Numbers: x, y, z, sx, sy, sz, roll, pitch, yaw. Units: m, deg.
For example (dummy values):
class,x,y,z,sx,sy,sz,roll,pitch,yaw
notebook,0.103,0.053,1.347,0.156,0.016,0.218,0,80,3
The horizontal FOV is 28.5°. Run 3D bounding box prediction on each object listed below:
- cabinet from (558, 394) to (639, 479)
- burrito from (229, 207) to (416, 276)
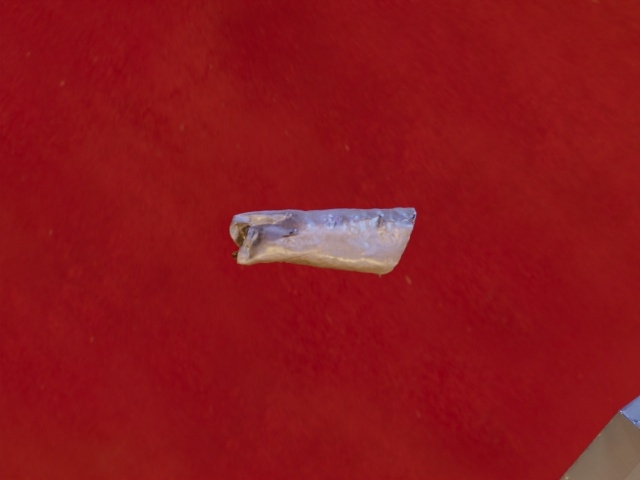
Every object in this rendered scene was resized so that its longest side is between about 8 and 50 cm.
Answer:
class,x,y,z,sx,sy,sz,roll,pitch,yaw
cabinet,0.285,0.236,0.977,0.206,0.145,0.150,42,106,17
burrito,0.000,0.000,1.502,0.226,0.060,0.087,1,105,-14
